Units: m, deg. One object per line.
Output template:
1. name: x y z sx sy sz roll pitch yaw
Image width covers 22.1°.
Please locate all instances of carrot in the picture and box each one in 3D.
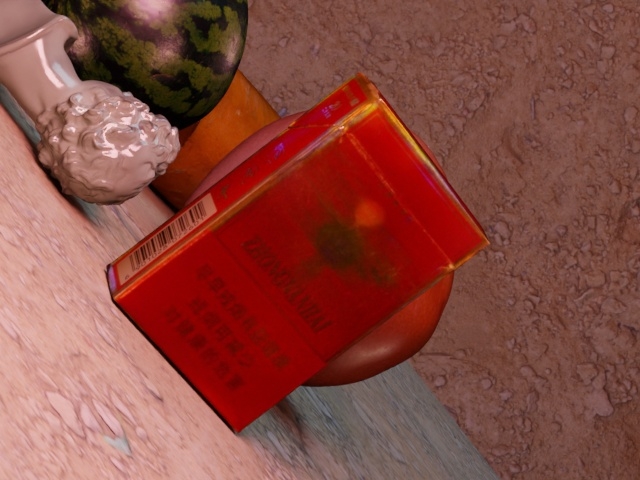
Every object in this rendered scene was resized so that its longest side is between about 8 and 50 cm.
1. carrot: -0.146 -0.121 2.251 0.331 0.214 0.193 41 40 -51

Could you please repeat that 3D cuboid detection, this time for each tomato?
1. tomato: 0.000 0.000 1.942 0.341 0.341 0.273 54 18 23

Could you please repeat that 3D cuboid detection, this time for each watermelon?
1. watermelon: -0.228 -0.265 1.944 0.285 0.285 0.285 52 4 -5

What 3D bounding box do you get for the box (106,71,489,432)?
1. box: -0.021 0.013 1.574 0.197 0.313 0.089 51 6 -25

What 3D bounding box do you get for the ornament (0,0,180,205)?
1. ornament: -0.272 -0.154 1.673 0.285 0.130 0.120 45 -14 14
